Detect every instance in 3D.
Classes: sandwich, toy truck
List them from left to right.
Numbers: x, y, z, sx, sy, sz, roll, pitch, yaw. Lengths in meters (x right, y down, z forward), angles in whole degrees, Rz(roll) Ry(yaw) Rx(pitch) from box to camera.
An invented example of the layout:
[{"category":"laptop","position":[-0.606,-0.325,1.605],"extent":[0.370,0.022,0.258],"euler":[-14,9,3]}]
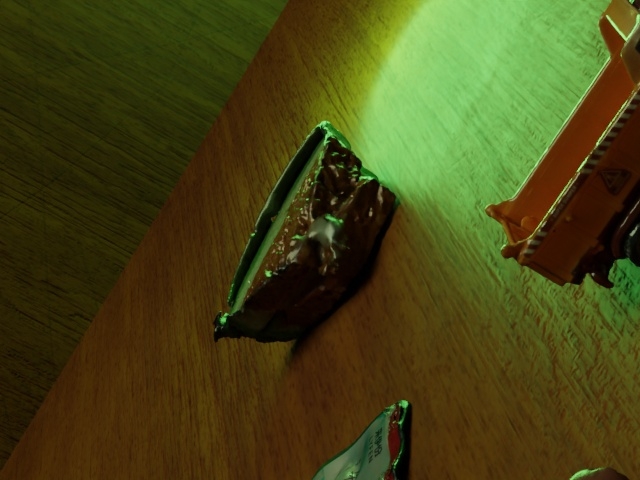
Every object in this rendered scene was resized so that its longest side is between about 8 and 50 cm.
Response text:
[{"category":"sandwich","position":[-0.002,-0.007,2.066],"extent":[0.212,0.109,0.292],"euler":[-28,37,53]},{"category":"toy truck","position":[0.245,-0.090,1.312],"extent":[0.270,0.135,0.114],"euler":[-56,14,16]}]

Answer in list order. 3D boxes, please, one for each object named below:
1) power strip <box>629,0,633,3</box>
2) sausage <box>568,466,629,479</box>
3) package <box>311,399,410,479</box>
[{"category":"power strip","position":[0.310,-0.222,1.560],"extent":[0.060,0.027,0.253],"euler":[-55,15,18]},{"category":"sausage","position":[0.172,0.218,1.119],"extent":[0.062,0.062,0.154],"euler":[-43,21,49]},{"category":"package","position":[0.007,0.262,1.643],"extent":[0.232,0.040,0.166],"euler":[-51,17,30]}]
